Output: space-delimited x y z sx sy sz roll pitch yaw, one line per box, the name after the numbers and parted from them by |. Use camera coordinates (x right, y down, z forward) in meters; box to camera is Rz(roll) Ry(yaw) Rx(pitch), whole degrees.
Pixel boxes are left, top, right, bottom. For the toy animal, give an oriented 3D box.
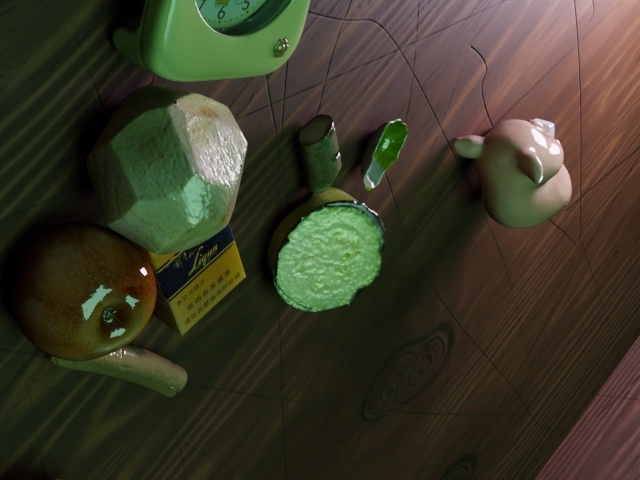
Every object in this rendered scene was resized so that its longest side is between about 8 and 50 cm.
0.409 -0.143 2.573 0.213 0.195 0.256 -52 144 -27 | toy animal

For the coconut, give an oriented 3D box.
-0.210 -0.104 1.793 0.197 0.237 0.237 -32 167 40 | coconut

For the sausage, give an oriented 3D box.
-0.312 0.188 1.988 0.066 0.065 0.301 -60 149 0 | sausage

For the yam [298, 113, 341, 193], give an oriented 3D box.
0.002 -0.139 2.148 0.069 0.069 0.146 -40 140 -28 | yam

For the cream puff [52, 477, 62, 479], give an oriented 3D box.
-0.426 0.435 1.960 0.189 0.129 0.189 -27 141 -24 | cream puff

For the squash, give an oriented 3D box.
-0.005 0.007 2.244 0.220 0.133 0.220 -18 127 -25 | squash

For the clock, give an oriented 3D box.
-0.127 -0.394 1.744 0.286 0.117 0.348 -12 123 -48 | clock

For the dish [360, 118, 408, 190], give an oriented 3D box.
0.101 -0.158 2.291 0.137 0.039 0.091 -62 151 4 | dish

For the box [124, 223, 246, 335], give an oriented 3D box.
-0.210 0.015 1.988 0.152 0.070 0.237 -42 145 -25 | box

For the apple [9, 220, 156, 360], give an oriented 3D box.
-0.325 0.074 1.792 0.201 0.162 0.201 -35 141 -35 | apple
